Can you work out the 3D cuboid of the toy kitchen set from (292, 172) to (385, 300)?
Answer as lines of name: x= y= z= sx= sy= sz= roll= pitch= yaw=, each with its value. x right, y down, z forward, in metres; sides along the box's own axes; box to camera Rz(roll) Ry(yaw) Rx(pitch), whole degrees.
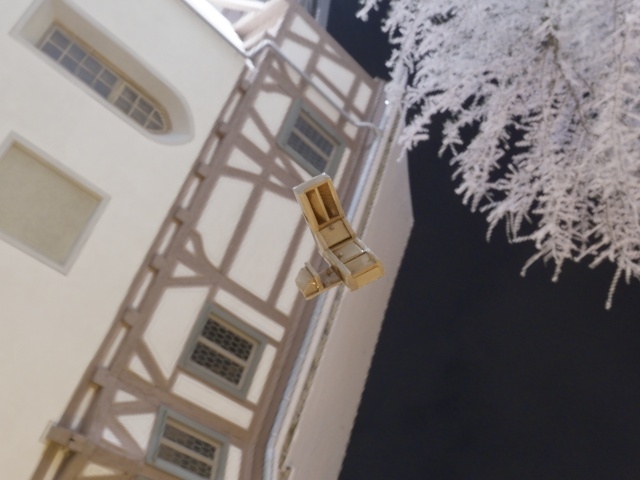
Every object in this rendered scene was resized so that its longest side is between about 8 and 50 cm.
toy kitchen set: x=0.000 y=0.000 z=0.552 sx=0.068 sy=0.075 sz=0.083 roll=-27 pitch=-150 yaw=-9
